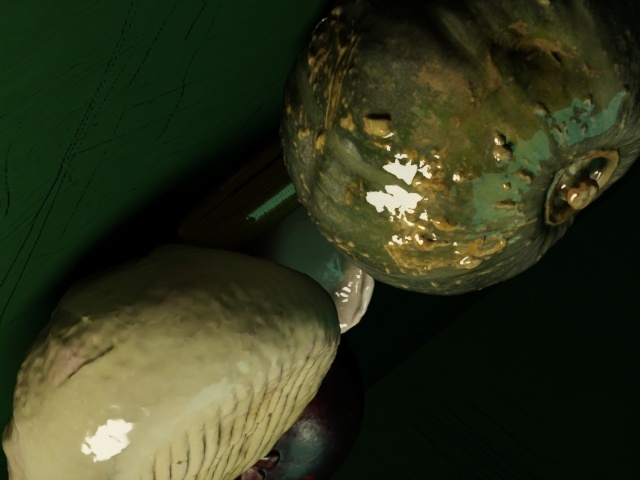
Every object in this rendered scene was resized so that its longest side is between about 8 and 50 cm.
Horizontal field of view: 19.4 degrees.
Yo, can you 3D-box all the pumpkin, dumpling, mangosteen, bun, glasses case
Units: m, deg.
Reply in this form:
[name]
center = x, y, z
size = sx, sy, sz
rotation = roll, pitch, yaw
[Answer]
[pumpkin]
center = 0.123, -0.117, 1.556
size = 0.327, 0.257, 0.291
rotation = -37, 155, -18
[dumpling]
center = 0.000, 0.000, 1.831
size = 0.124, 0.151, 0.229
rotation = -1, 118, -57
[mangosteen]
center = -0.093, 0.154, 2.012
size = 0.287, 0.287, 0.233
rotation = -45, 140, 21
[bun]
center = -0.154, 0.128, 1.705
size = 0.361, 0.213, 0.361
rotation = -40, 165, -13
[glasses case]
center = -0.036, -0.061, 1.753
size = 0.234, 0.064, 0.079
rotation = -38, 162, -8

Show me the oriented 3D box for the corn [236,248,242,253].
[corn]
center = -0.099, 0.011, 1.895
size = 0.037, 0.037, 0.092
rotation = -32, 163, -38
